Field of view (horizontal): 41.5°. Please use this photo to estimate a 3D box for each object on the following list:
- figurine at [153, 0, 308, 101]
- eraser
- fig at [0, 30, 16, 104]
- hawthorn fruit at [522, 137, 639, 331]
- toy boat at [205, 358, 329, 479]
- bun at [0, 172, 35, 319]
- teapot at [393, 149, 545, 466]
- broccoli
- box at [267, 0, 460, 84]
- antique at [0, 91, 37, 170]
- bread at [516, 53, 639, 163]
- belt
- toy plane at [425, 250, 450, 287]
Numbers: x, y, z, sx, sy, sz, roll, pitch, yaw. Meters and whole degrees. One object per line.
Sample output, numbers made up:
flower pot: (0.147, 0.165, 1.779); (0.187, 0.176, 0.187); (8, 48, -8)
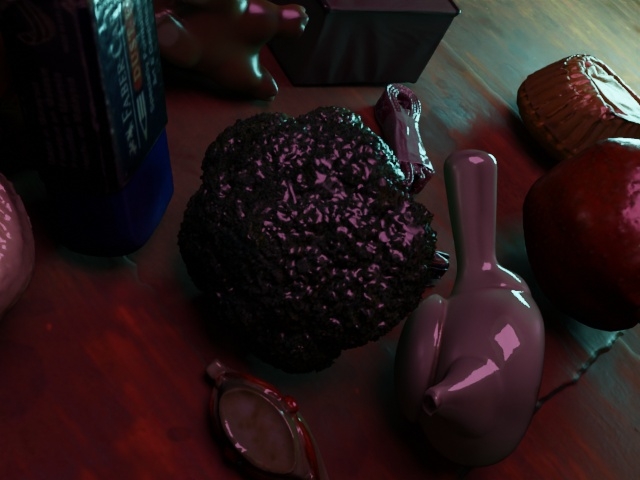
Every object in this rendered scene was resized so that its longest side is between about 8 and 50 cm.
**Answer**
figurine: (-0.167, -0.316, 1.146); (0.247, 0.177, 0.173); (5, 34, -37)
eraser: (-0.224, -0.141, 0.840); (0.102, 0.332, 0.155); (8, 42, 9)
fig: (-0.455, -0.221, 0.824); (0.286, 0.369, 0.286); (23, 61, -52)
hawthorn fruit: (0.412, 0.019, 1.136); (0.254, 0.254, 0.300); (0, 56, -30)
toy boat: (-0.056, 0.188, 0.842); (0.089, 0.071, 0.185); (-43, 76, -2)
bun: (-0.372, 0.020, 0.763); (0.220, 0.134, 0.220); (13, 52, -18)
teapot: (0.168, 0.084, 0.937); (0.149, 0.220, 0.318); (11, 67, 2)
broccoli: (0.000, 0.000, 0.933); (0.297, 0.297, 0.297); (10, 42, -59)
box: (0.047, -0.355, 1.315); (0.252, 0.153, 0.188); (-10, 57, -35)
antique: (-0.311, -0.126, 0.950); (0.104, 0.104, 0.104); (16, 47, -17)
bread: (0.444, -0.214, 1.429); (0.240, 0.139, 0.240); (16, 43, -16)
belt: (0.121, -0.143, 1.244); (0.071, 0.053, 0.232); (17, 46, -17)
toy plane: (0.115, 0.022, 1.109); (0.145, 0.037, 0.060); (13, 44, -22)
